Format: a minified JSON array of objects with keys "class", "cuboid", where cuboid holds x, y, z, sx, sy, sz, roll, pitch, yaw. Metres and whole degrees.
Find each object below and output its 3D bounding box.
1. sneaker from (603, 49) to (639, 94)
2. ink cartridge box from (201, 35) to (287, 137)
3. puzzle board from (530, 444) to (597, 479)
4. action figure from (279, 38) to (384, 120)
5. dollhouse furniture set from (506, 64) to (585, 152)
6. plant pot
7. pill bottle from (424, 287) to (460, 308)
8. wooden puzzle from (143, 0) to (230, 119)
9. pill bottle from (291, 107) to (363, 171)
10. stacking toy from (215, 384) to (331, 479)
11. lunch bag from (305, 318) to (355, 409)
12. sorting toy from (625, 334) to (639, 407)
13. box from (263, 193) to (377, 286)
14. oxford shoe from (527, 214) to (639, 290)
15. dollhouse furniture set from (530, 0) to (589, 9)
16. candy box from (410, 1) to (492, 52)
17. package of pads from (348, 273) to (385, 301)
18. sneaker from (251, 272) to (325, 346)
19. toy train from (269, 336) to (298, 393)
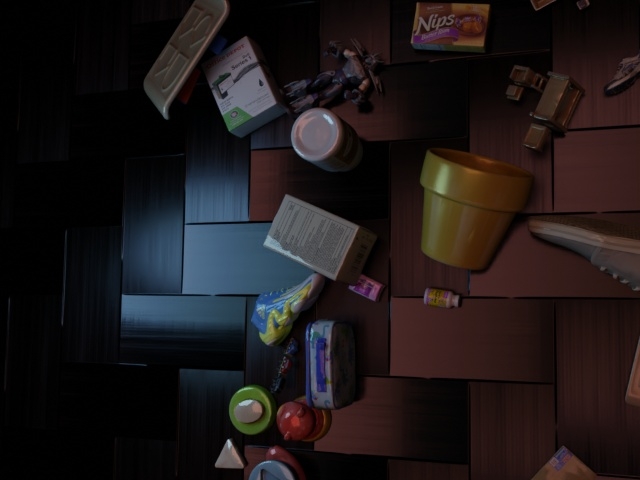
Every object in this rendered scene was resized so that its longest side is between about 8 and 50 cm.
[{"class":"sneaker","cuboid":[0.710,-0.392,1.767,0.135,0.052,0.058,-36,64,6]},{"class":"ink cartridge box","cuboid":[-0.208,-0.417,2.070,0.160,0.092,0.219,-28,77,15]},{"class":"puzzle board","cuboid":[0.554,0.550,1.751,0.096,0.011,0.128,42,99,19]},{"class":"action figure","cuboid":[0.038,-0.415,1.982,0.285,0.099,0.185,-27,68,11]},{"class":"dollhouse furniture set","cuboid":[0.511,-0.306,1.822,0.161,0.101,0.182,28,96,45]},{"class":"plant pot","cuboid":[0.340,-0.070,1.774,0.254,0.254,0.239,20,107,20]},{"class":"pill bottle","cuboid":[0.298,0.142,1.863,0.083,0.043,0.043,7,88,20]},{"class":"wooden puzzle","cuboid":[-0.355,-0.510,2.073,0.348,0.080,0.322,-59,30,10]},{"class":"pill bottle","cuboid":[0.027,-0.241,1.897,0.131,0.229,0.131,-2,84,20]},{"class":"stacking toy","cuboid":[-0.147,0.522,1.943,0.279,0.130,0.309,17,91,20]},{"class":"lunch bag","cuboid":[0.023,0.303,1.877,0.090,0.176,0.219,-3,85,19]},{"class":"sorting toy","cuboid":[0.793,0.287,1.679,0.193,0.038,0.208,13,94,20]},{"class":"box","cuboid":[0.000,0.000,1.924,0.232,0.127,0.149,25,92,28]},{"class":"oxford shoe","cuboid":[0.676,0.038,1.685,0.449,0.169,0.130,17,111,19]},{"class":"dollhouse furniture set","cuboid":[0.567,-0.579,1.813,0.114,0.081,0.091,-26,77,16]},{"class":"candy box","cuboid":[0.328,-0.536,1.911,0.186,0.053,0.109,9,88,19]},{"class":"package of pads","cuboid":[0.118,0.118,1.936,0.083,0.032,0.050,25,92,20]},{"class":"sneaker","cuboid":[-0.098,0.155,1.980,0.126,0.091,0.240,42,100,19]},{"class":"toy train","cuboid":[-0.091,0.322,1.966,0.036,0.027,0.158,-3,58,40]}]
